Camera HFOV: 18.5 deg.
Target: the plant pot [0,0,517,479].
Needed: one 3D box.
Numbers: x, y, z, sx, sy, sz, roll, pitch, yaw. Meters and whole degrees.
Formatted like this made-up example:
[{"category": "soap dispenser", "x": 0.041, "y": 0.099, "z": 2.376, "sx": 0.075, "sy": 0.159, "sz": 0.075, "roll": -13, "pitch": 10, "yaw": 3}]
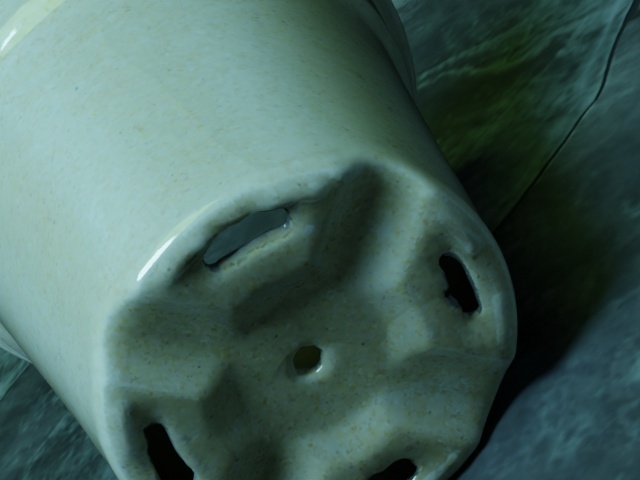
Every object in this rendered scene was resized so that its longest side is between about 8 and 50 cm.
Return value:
[{"category": "plant pot", "x": -0.048, "y": 0.002, "z": 1.092, "sx": 0.334, "sy": 0.334, "sz": 0.305, "roll": -47, "pitch": 32, "yaw": 6}]
